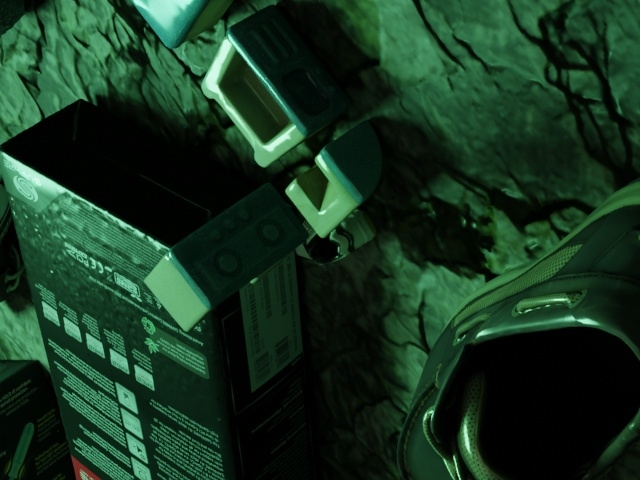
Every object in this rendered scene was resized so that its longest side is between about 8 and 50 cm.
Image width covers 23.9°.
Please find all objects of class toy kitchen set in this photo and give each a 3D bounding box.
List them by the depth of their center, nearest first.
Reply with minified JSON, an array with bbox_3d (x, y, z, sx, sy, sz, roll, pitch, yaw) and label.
[{"bbox_3d":[-0.068,-0.083,0.889,0.207,0.166,0.122,52,147,4],"label":"toy kitchen set"}]

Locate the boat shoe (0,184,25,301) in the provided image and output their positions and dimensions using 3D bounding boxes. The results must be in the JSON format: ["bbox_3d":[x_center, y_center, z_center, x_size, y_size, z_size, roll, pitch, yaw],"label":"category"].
[{"bbox_3d":[-0.304,0.018,1.371,0.070,0.078,0.219,23,146,-15],"label":"boat shoe"}]

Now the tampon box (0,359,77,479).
[{"bbox_3d":[-0.315,0.216,1.504,0.101,0.120,0.161,-7,113,53],"label":"tampon box"}]

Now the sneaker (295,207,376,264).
[{"bbox_3d":[0.000,0.000,0.997,0.032,0.037,0.083,57,148,-7],"label":"sneaker"}]

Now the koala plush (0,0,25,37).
[{"bbox_3d":[-0.333,-0.246,1.104,0.196,0.203,0.221,-28,76,48],"label":"koala plush"}]

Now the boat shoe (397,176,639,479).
[{"bbox_3d":[0.112,0.084,0.846,0.132,0.130,0.355,47,146,11],"label":"boat shoe"}]

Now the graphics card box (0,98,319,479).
[{"bbox_3d":[-0.117,0.095,1.175,0.233,0.094,0.371,28,140,35],"label":"graphics card box"}]
